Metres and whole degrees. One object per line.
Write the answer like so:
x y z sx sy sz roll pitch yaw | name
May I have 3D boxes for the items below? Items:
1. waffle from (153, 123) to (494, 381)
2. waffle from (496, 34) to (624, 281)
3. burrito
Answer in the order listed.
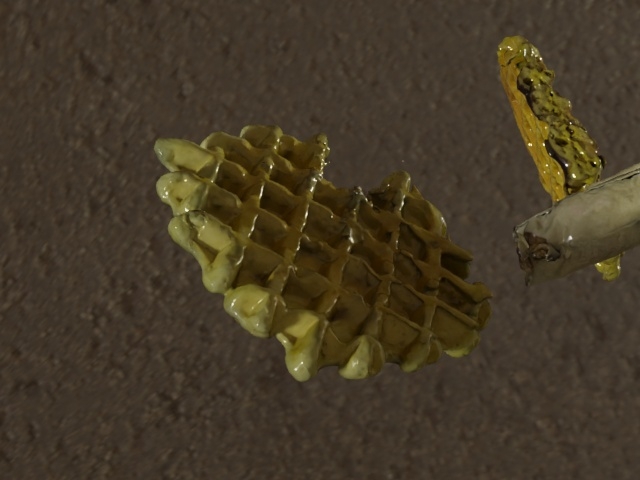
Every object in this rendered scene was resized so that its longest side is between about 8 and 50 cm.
-0.001 0.002 1.012 0.250 0.056 0.261 -6 52 -38 | waffle
0.305 -0.104 1.684 0.060 0.312 0.307 -24 123 3 | waffle
0.193 -0.025 0.745 0.041 0.186 0.045 47 25 -49 | burrito
